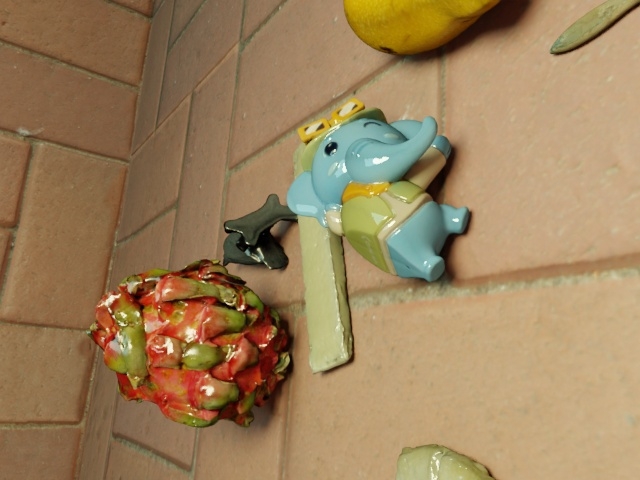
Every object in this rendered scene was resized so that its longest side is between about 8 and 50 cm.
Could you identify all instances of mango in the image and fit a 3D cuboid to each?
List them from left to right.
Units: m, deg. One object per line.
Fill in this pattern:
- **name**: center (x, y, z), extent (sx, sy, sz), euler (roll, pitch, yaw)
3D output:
- **mango**: center (0.136, -0.314, 0.662), extent (0.295, 0.120, 0.176), euler (28, 95, 55)

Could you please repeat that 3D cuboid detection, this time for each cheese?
- **cheese**: center (-0.001, -0.001, 0.838), extent (0.085, 0.034, 0.399), euler (-37, 50, 46)

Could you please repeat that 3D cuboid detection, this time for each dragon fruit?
- **dragon fruit**: center (-0.196, 0.157, 0.843), extent (0.237, 0.303, 0.231), euler (-30, 28, 56)

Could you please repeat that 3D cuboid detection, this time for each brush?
- **brush**: center (0.288, -0.226, 0.481), extent (0.196, 0.021, 0.070), euler (-31, 52, 49)

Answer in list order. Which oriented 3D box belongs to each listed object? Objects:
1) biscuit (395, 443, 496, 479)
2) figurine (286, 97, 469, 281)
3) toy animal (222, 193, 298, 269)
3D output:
- **biscuit**: center (0.147, 0.304, 0.493), extent (0.141, 0.038, 0.289), euler (-56, 38, 29)
- **figurine**: center (0.079, -0.070, 0.661), extent (0.262, 0.154, 0.179), euler (38, 103, 37)
- **toy animal**: center (-0.111, 0.012, 0.986), extent (0.117, 0.121, 0.210), euler (47, 152, 3)
